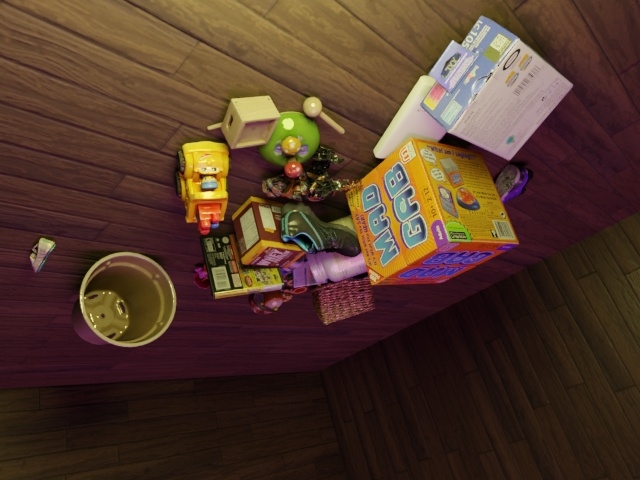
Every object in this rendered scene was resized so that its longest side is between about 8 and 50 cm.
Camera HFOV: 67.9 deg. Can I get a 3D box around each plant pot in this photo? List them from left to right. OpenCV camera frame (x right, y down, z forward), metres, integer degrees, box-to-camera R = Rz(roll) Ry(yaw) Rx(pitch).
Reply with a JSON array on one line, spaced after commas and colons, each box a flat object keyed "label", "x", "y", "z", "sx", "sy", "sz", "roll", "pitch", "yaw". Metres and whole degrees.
[{"label": "plant pot", "x": -0.755, "y": 0.247, "z": 1.748, "sx": 0.333, "sy": 0.334, "sz": 0.305, "roll": 9, "pitch": 155, "yaw": -42}]

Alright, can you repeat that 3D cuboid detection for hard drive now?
[{"label": "hard drive", "x": 0.316, "y": -0.364, "z": 1.457, "sx": 0.202, "sy": 0.040, "sz": 0.308, "roll": -4, "pitch": 151, "yaw": -25}]

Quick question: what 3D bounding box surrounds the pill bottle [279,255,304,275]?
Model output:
[{"label": "pill bottle", "x": -0.210, "y": 0.088, "z": 1.897, "sx": 0.264, "sy": 0.153, "sz": 0.153, "roll": -30, "pitch": 151, "yaw": 24}]

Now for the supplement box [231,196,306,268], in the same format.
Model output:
[{"label": "supplement box", "x": -0.178, "y": -0.023, "z": 1.652, "sx": 0.191, "sy": 0.194, "sz": 0.129, "roll": 9, "pitch": 144, "yaw": -42}]

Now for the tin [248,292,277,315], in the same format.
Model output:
[{"label": "tin", "x": -0.281, "y": 0.311, "z": 2.346, "sx": 0.040, "sy": 0.106, "sz": 0.189, "roll": -36, "pitch": 150, "yaw": 20}]

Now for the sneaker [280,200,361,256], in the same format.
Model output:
[{"label": "sneaker", "x": 0.000, "y": 0.000, "z": 1.636, "sx": 0.340, "sy": 0.140, "sz": 0.125, "roll": 25, "pitch": 141, "yaw": -27}]

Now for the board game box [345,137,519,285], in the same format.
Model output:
[{"label": "board game box", "x": 0.365, "y": -0.078, "z": 1.613, "sx": 0.356, "sy": 0.357, "sz": 0.356, "roll": 2, "pitch": 154, "yaw": -36}]

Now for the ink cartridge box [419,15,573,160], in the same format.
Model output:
[{"label": "ink cartridge box", "x": 0.460, "y": -0.403, "z": 1.278, "sx": 0.395, "sy": 0.151, "sz": 0.270, "roll": 7, "pitch": 128, "yaw": -42}]

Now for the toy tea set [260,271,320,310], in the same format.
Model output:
[{"label": "toy tea set", "x": -0.128, "y": 0.244, "z": 2.279, "sx": 0.336, "sy": 0.125, "sz": 0.199, "roll": -34, "pitch": 149, "yaw": 31}]

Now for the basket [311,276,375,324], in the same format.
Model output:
[{"label": "basket", "x": 0.103, "y": 0.249, "z": 2.404, "sx": 0.298, "sy": 0.213, "sz": 0.223, "roll": -16, "pitch": 115, "yaw": -14}]

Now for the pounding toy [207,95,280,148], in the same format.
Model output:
[{"label": "pounding toy", "x": -0.200, "y": -0.304, "z": 1.227, "sx": 0.130, "sy": 0.100, "sz": 0.141, "roll": -17, "pitch": 160, "yaw": -34}]

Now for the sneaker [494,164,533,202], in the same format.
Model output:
[{"label": "sneaker", "x": 0.773, "y": -0.200, "z": 1.980, "sx": 0.145, "sy": 0.102, "sz": 0.293, "roll": -5, "pitch": 151, "yaw": -24}]

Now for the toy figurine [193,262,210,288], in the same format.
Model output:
[{"label": "toy figurine", "x": -0.442, "y": 0.134, "z": 1.921, "sx": 0.159, "sy": 0.130, "sz": 0.173, "roll": -12, "pitch": 133, "yaw": 11}]

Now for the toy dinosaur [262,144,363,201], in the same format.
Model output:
[{"label": "toy dinosaur", "x": -0.017, "y": -0.194, "z": 1.526, "sx": 0.321, "sy": 0.165, "sz": 0.218, "roll": -25, "pitch": 174, "yaw": -27}]

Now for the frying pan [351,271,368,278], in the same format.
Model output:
[{"label": "frying pan", "x": 0.206, "y": 0.048, "z": 2.023, "sx": 0.325, "sy": 0.198, "sz": 0.053, "roll": -22, "pitch": 179, "yaw": 30}]

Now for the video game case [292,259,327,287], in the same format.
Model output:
[{"label": "video game case", "x": -0.048, "y": 0.147, "z": 2.173, "sx": 0.166, "sy": 0.119, "sz": 0.015, "roll": -7, "pitch": -165, "yaw": -19}]

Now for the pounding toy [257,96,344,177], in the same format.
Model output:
[{"label": "pounding toy", "x": -0.060, "y": -0.263, "z": 1.314, "sx": 0.236, "sy": 0.110, "sz": 0.183, "roll": -30, "pitch": 139, "yaw": 19}]

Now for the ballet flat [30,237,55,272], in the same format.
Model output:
[{"label": "ballet flat", "x": -0.902, "y": 0.043, "z": 1.529, "sx": 0.052, "sy": 0.057, "sz": 0.168, "roll": 33, "pitch": 127, "yaw": -23}]

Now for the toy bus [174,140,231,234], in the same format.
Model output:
[{"label": "toy bus", "x": -0.321, "y": -0.136, "z": 1.333, "sx": 0.149, "sy": 0.212, "sz": 0.220, "roll": -3, "pitch": 149, "yaw": -23}]

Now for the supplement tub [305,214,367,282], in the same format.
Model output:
[{"label": "supplement tub", "x": 0.111, "y": 0.024, "z": 1.870, "sx": 0.324, "sy": 0.236, "sz": 0.235, "roll": -19, "pitch": 154, "yaw": 4}]

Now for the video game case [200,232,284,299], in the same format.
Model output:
[{"label": "video game case", "x": -0.283, "y": 0.078, "z": 1.698, "sx": 0.248, "sy": 0.275, "sz": 0.035, "roll": -6, "pitch": 138, "yaw": -21}]

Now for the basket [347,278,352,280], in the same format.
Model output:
[{"label": "basket", "x": 0.207, "y": 0.088, "z": 2.153, "sx": 0.226, "sy": 0.154, "sz": 0.204, "roll": -25, "pitch": 134, "yaw": 25}]
